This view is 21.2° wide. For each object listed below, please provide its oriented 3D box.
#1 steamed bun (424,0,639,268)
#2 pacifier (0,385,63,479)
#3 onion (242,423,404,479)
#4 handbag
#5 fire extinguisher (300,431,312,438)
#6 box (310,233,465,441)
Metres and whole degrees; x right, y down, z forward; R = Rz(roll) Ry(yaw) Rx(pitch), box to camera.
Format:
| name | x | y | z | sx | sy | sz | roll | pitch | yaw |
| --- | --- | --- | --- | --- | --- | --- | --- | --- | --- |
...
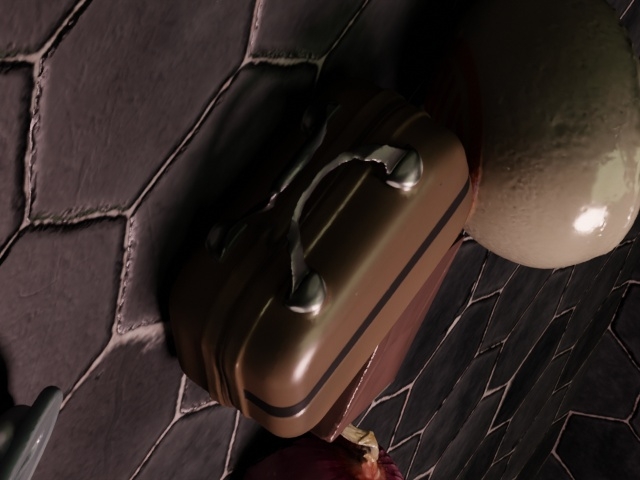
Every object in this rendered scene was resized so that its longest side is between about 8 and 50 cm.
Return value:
| name | x | y | z | sx | sy | sz | roll | pitch | yaw |
| --- | --- | --- | --- | --- | --- | --- | --- | --- | --- |
| steamed bun | 0.190 | -0.112 | 1.639 | 0.177 | 0.283 | 0.283 | -3 | 141 | -12 |
| pacifier | -0.205 | 0.240 | 1.232 | 0.279 | 0.207 | 0.227 | -65 | 179 | 23 |
| onion | 0.015 | 0.312 | 1.931 | 0.200 | 0.200 | 0.207 | -55 | 169 | -6 |
| handbag | 0.000 | 0.000 | 1.462 | 0.302 | 0.149 | 0.283 | -50 | 160 | -16 |
| fire extinguisher | -0.003 | 0.226 | 2.018 | 0.056 | 0.039 | 0.132 | -65 | 163 | -7 |
| box | 0.049 | 0.079 | 1.789 | 0.215 | 0.086 | 0.215 | -65 | 167 | 23 |
